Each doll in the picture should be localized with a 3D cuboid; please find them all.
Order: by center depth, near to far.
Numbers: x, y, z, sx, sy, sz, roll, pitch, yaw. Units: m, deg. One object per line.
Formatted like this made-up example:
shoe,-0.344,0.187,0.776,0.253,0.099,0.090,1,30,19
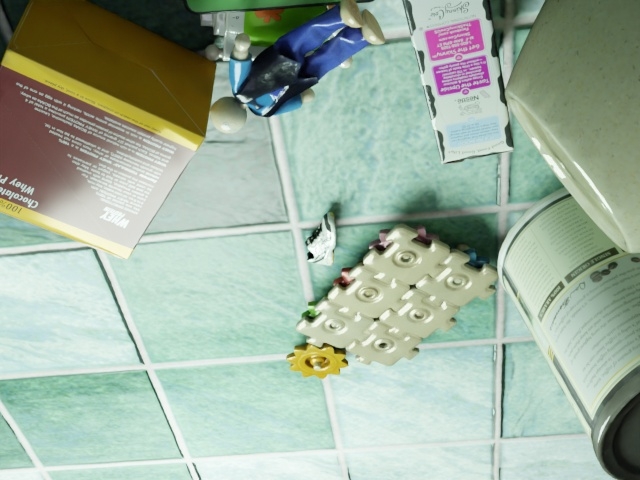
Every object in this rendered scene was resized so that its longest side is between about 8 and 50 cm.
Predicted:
doll,-0.036,-0.167,0.851,0.189,0.046,0.129,-32,148,25

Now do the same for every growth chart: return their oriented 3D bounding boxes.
growth chart,-0.045,-0.259,0.819,0.172,0.021,0.237,-3,135,2

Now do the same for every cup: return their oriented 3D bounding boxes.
cup,0.291,-0.125,0.690,0.237,0.331,0.331,-37,126,8

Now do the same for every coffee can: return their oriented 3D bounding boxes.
coffee can,0.335,0.091,0.952,0.202,0.275,0.201,-8,130,-9

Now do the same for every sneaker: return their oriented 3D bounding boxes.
sneaker,0.000,0.000,1.061,0.037,0.032,0.083,3,134,-3

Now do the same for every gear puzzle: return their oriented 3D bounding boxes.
gear puzzle,0.072,0.094,1.151,0.176,0.044,0.339,23,133,-23

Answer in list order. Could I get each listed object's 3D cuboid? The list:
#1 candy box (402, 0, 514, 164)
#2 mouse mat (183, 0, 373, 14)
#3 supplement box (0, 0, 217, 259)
candy box,0.113,-0.207,0.771,0.071,0.159,0.233,-10,133,13
mouse mat,-0.041,-0.275,0.783,0.190,0.007,0.152,-4,134,2
supplement box,-0.237,-0.115,0.884,0.191,0.129,0.194,23,130,-21
